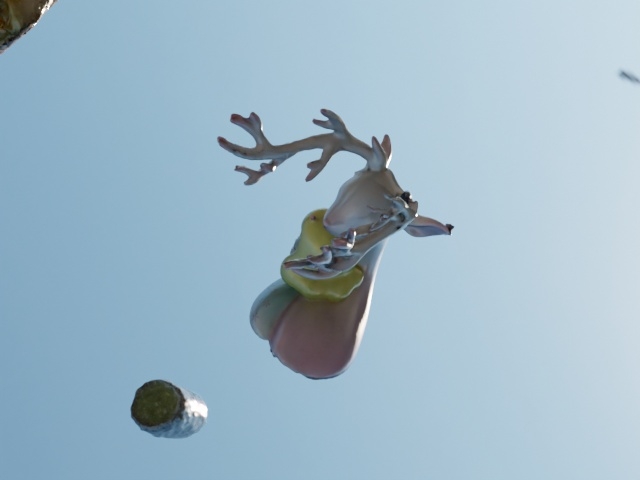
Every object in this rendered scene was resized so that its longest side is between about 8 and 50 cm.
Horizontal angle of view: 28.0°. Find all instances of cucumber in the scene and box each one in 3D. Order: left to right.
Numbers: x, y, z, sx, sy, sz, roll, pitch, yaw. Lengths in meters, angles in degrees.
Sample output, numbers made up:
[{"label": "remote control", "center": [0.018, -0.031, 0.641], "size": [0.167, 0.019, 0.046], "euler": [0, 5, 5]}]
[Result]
[{"label": "cucumber", "center": [-0.163, 0.187, 1.394], "size": [0.064, 0.064, 0.112], "euler": [56, -178, 20]}]

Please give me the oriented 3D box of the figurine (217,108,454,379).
[{"label": "figurine", "center": [0.012, 0.007, 1.483], "size": [0.284, 0.315, 0.206], "euler": [-12, -136, -42]}]

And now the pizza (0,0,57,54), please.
[{"label": "pizza", "center": [-0.241, -0.263, 1.140], "size": [0.085, 0.305, 0.161], "euler": [47, 178, -21]}]
